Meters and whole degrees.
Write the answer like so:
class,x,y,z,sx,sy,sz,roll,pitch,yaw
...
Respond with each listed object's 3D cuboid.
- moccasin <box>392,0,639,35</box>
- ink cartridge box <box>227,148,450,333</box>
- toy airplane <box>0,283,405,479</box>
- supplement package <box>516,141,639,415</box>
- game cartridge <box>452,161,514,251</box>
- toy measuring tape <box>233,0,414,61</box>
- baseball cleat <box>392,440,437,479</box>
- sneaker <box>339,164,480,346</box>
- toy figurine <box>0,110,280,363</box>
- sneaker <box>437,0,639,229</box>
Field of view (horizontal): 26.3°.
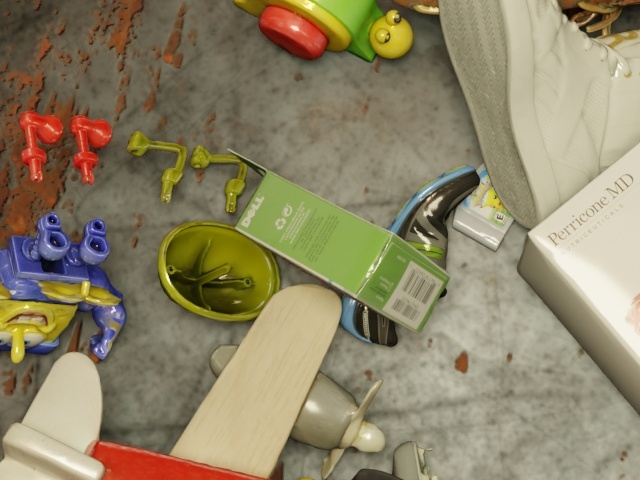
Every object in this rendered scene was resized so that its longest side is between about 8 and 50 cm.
class,x,y,z,sx,sy,sz,roll,pitch,yaw
moccasin,0.244,-0.256,1.254,0.379,0.147,0.139,-9,62,-16
ink cartridge box,0.000,0.000,1.194,0.209,0.109,0.062,28,87,38
toy airplane,-0.093,0.255,1.119,0.386,0.272,0.384,-25,56,-4
supplement package,0.327,0.066,1.162,0.177,0.175,0.293,-39,78,-3
game cartridge,0.160,-0.038,1.278,0.056,0.017,0.083,29,82,13
toy measuring tape,-0.060,-0.259,1.289,0.330,0.121,0.121,28,82,9
baseball cleat,0.056,0.281,1.195,0.109,0.072,0.206,-6,76,7
sneaker,0.091,0.014,1.252,0.078,0.067,0.188,33,88,4
toy figurine,-0.246,0.022,1.245,0.362,0.217,0.191,6,57,-38
sneaker,0.208,-0.170,1.192,0.169,0.293,0.108,-30,36,-15
